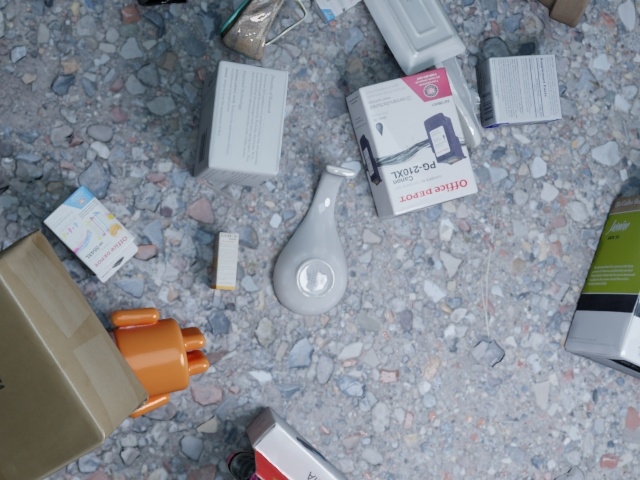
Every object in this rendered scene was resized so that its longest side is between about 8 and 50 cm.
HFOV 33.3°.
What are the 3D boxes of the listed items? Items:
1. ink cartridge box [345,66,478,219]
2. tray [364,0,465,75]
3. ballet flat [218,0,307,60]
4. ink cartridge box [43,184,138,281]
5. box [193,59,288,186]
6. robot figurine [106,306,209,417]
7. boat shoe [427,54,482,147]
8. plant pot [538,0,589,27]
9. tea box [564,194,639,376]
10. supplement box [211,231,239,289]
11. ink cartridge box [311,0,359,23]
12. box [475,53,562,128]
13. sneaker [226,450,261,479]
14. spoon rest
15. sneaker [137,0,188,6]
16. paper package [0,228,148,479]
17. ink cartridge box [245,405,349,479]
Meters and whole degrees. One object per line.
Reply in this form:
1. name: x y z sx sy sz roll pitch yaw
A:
1. ink cartridge box: 0.166 -0.173 1.937 0.172 0.100 0.237 -16 91 -14
2. tray: 0.154 -0.445 1.956 0.145 0.030 0.270 -27 86 -24
3. ballet flat: -0.051 -0.451 1.898 0.106 0.107 0.316 37 89 -7
4. ink cartridge box: -0.382 -0.009 1.795 0.143 0.090 0.092 46 78 -8
5. box: -0.138 -0.194 1.819 0.119 0.181 0.182 7 85 -15
6. robot figurine: -0.299 0.203 1.786 0.219 0.158 0.128 -10 52 -15
7. boat shoe: 0.264 -0.265 1.991 0.063 0.066 0.184 -27 84 -13
8. plant pot: 0.412 -0.552 1.968 0.229 0.263 0.263 20 82 6
9. tea box: 0.688 0.118 1.996 0.329 0.220 0.324 23 83 -12
10. supplement box: -0.166 0.037 1.862 0.036 0.062 0.099 4 87 -13
11. ink cartridge box: 0.032 -0.438 1.953 0.083 0.028 0.048 -34 95 -13
12. box: 0.372 -0.280 2.010 0.137 0.072 0.126 -5 88 -14
13. sneaker: -0.086 0.424 1.856 0.170 0.075 0.063 39 79 -9
14. spoon rest: 0.000 0.000 1.909 0.137 0.084 0.276 13 97 -12
15. sneaker: -0.216 -0.499 1.860 0.295 0.104 0.147 -23 95 -8
16. paper package: -0.485 0.206 1.658 0.309 0.168 0.325 -31 96 20
17. ink cartridge box: 0.008 0.422 1.783 0.296 0.261 0.066 44 88 -9
